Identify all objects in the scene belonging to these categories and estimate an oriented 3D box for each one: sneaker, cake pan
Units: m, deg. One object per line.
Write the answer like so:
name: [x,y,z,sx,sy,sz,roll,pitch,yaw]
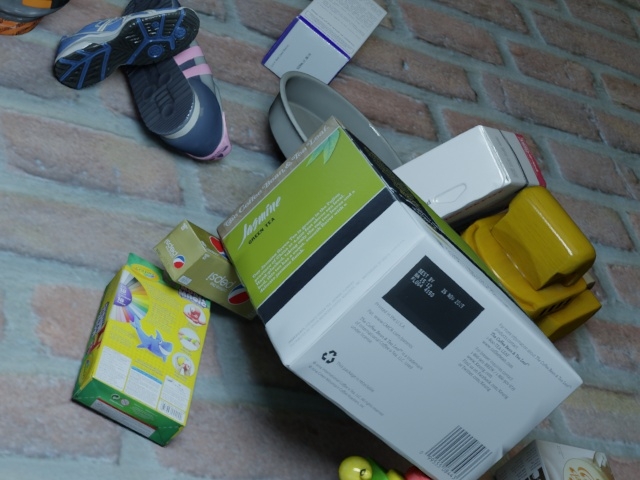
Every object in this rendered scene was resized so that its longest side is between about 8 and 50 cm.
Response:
sneaker: [-0.209,-0.239,1.973,0.131,0.112,0.319,39,27,-46]
sneaker: [-0.272,-0.285,1.882,0.211,0.080,0.081,-17,44,-2]
cake pan: [0.030,-0.130,2.049,0.293,0.054,0.293,40,23,-21]

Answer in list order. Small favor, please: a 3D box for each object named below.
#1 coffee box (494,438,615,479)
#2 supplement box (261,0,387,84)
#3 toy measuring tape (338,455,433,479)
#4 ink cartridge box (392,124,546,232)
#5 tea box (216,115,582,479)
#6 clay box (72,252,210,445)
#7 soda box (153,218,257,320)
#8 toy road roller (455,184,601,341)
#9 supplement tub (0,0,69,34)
coffee box: [0.342,0.403,1.810,0.141,0.098,0.246,16,43,-32]
supplement box: [0.010,-0.338,2.246,0.114,0.111,0.220,39,36,-5]
toy measuring tape: [0.153,0.372,1.653,0.330,0.121,0.121,39,36,-12]
ink cartridge box: [0.219,-0.086,2.026,0.100,0.172,0.237,66,20,9]
tea box: [0.089,0.076,1.660,0.329,0.220,0.323,41,10,-33]
clay box: [-0.208,0.124,1.620,0.127,0.053,0.222,32,35,-18]
soda box: [-0.128,0.039,1.715,0.061,0.058,0.181,54,11,34]
toy road roller: [0.324,0.032,2.051,0.329,0.240,0.202,-16,65,-50]
supplement tub: [-0.377,-0.435,1.811,0.193,0.316,0.193,25,40,-23]
